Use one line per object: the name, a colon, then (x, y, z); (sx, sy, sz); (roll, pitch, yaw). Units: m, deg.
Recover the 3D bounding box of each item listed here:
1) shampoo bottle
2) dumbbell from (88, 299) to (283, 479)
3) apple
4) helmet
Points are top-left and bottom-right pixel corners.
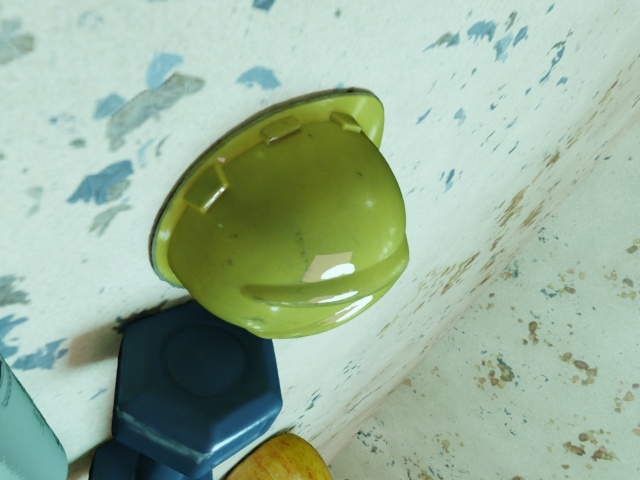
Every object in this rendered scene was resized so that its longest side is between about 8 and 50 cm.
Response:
shampoo bottle: (-0.236, 0.145, 0.338); (0.085, 0.085, 0.263); (-29, 152, -31)
dumbbell: (-0.157, 0.212, 0.511); (0.316, 0.156, 0.144); (-61, -179, 36)
apple: (-0.094, 0.640, 1.171); (0.299, 0.275, 0.299); (-31, 148, -22)
helmet: (0.000, 0.000, 0.420); (0.256, 0.140, 0.205); (-30, 153, -24)
